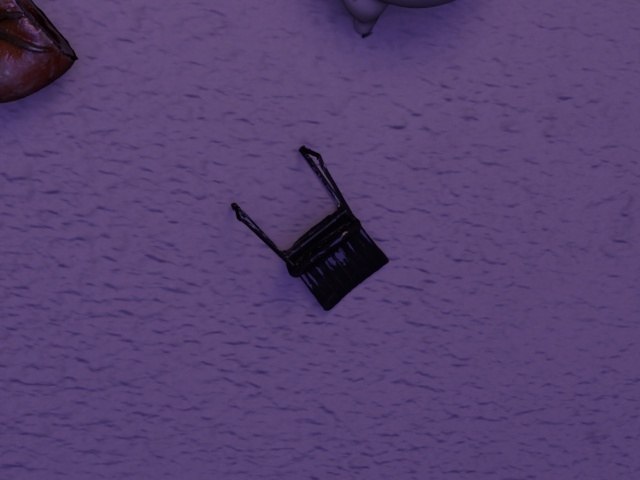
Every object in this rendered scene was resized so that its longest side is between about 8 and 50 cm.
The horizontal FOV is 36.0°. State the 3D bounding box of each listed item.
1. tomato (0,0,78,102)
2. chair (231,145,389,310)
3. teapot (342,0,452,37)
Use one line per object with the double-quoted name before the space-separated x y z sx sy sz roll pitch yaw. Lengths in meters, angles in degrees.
"tomato" -0.427 -0.261 1.230 0.155 0.181 0.214 -41 102 5
"chair" 0.000 0.000 1.380 0.140 0.145 0.221 -38 107 0
"teapot" 0.136 -0.428 1.248 0.252 0.280 0.424 42 122 10
